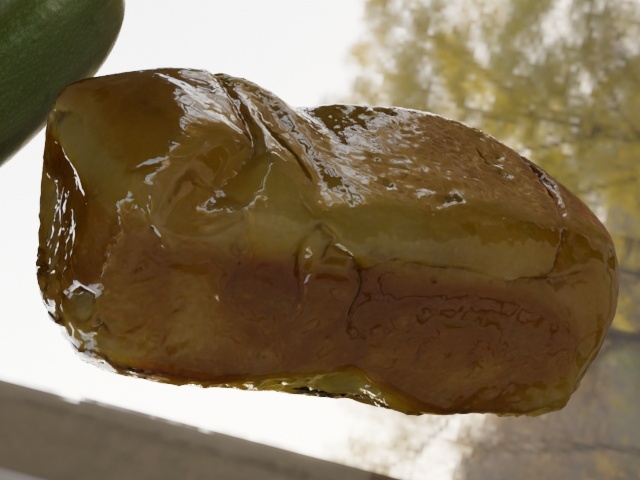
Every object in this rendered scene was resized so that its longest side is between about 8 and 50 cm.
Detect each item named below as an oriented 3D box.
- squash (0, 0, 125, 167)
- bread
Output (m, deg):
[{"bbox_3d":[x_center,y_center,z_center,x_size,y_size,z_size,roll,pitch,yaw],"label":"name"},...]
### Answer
[{"bbox_3d":[-0.218,-0.092,0.878,0.395,0.107,0.107,-50,-29,-50],"label":"squash"},{"bbox_3d":[0.000,0.000,0.766,0.132,0.294,0.167,-66,27,24],"label":"bread"}]
